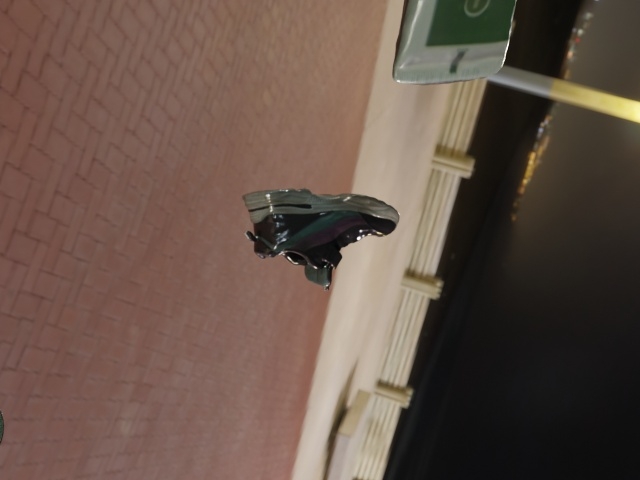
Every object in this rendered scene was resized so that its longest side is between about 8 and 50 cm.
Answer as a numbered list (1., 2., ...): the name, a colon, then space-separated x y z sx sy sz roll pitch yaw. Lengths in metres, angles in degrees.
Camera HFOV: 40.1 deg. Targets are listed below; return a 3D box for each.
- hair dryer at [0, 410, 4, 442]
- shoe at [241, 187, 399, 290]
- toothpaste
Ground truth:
1. hair dryer: -0.488 0.226 0.912 0.248 0.195 0.078 -21 100 -48
2. shoe: 0.000 0.000 0.876 0.071 0.169 0.100 -3 -97 63
3. toothpaste: 0.106 -0.278 0.496 0.098 0.061 0.392 -12 124 -32
